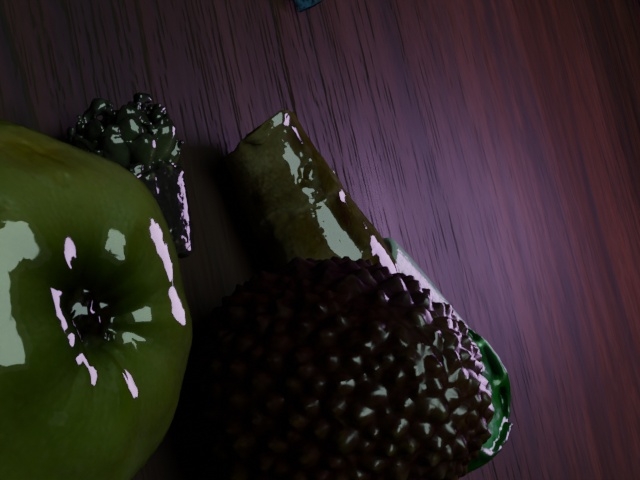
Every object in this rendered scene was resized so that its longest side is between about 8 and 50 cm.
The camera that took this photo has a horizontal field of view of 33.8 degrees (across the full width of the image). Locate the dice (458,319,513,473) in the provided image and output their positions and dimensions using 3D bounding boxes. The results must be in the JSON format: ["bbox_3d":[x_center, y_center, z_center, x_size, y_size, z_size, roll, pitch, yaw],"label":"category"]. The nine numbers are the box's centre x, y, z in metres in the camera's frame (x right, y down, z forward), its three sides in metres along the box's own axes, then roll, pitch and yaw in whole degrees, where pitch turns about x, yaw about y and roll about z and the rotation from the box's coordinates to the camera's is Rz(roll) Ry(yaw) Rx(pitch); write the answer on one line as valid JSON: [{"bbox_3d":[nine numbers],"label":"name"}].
[{"bbox_3d":[0.117,0.165,1.085,0.128,0.120,0.131,-39,104,-53],"label":"dice"}]

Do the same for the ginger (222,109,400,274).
[{"bbox_3d":[0.000,0.000,1.015,0.116,0.109,0.263,-38,107,-27],"label":"ginger"}]

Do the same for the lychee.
[{"bbox_3d":[0.026,0.126,0.854,0.271,0.271,0.271,29,51,-44],"label":"lychee"}]

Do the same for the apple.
[{"bbox_3d":[-0.208,0.065,0.576,0.279,0.279,0.279,29,51,-44],"label":"apple"}]

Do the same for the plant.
[{"bbox_3d":[-0.153,-0.046,0.846,0.092,0.094,0.143,-23,104,-42],"label":"plant"}]

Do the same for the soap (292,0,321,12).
[{"bbox_3d":[0.013,-0.401,1.260,0.156,0.077,0.293,55,37,-22],"label":"soap"}]

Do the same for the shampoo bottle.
[{"bbox_3d":[0.122,0.077,1.205,0.191,0.041,0.069,44,37,-33],"label":"shampoo bottle"}]
